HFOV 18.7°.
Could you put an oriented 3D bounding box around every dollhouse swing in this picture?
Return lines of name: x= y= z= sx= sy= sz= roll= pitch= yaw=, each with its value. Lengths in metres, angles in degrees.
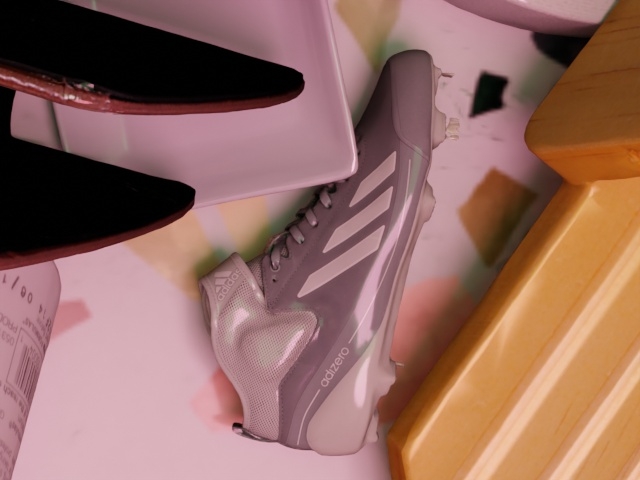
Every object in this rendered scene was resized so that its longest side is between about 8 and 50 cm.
dollhouse swing: x=0.257 y=0.078 z=0.888 sx=0.347 sy=0.315 sz=0.305 roll=36 pitch=75 yaw=-21

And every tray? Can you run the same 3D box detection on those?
tray: x=-0.074 y=-0.150 z=0.932 sx=0.145 sy=0.030 sz=0.270 roll=-11 pitch=93 yaw=12

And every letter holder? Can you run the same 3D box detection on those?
letter holder: x=-0.083 y=-0.074 z=0.771 sx=0.214 sy=0.302 sz=0.152 roll=17 pitch=99 yaw=10

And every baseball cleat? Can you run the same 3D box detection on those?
baseball cleat: x=0.000 y=0.000 z=0.950 sx=0.109 sy=0.072 sz=0.206 roll=11 pitch=84 yaw=-6

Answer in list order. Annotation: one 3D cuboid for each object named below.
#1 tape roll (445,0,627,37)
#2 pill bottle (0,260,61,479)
tape roll: x=0.148 y=-0.297 z=0.979 sx=0.392 sy=0.072 sz=0.392 roll=0 pitch=90 yaw=-13
pill bottle: x=-0.200 y=0.100 z=0.834 sx=0.131 sy=0.131 sz=0.229 roll=18 pitch=62 yaw=-12
